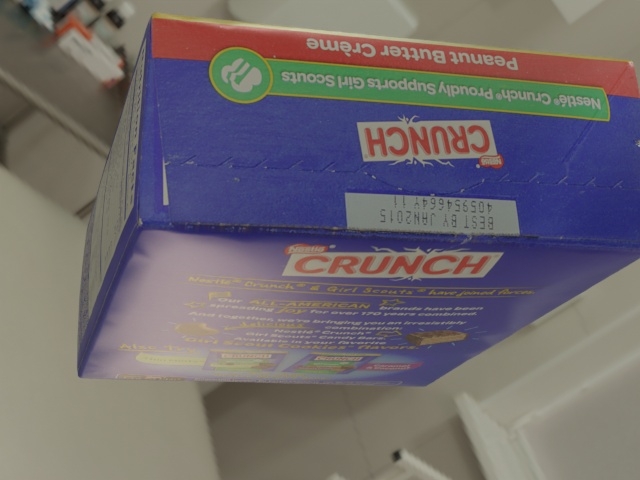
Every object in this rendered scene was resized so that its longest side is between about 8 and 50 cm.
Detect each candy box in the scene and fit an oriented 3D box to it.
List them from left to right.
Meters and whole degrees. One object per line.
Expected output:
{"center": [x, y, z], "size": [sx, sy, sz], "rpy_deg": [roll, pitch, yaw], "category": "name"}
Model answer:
{"center": [0.000, 0.000, 0.660], "size": [0.268, 0.317, 0.122], "rpy_deg": [4, 70, -17], "category": "candy box"}
